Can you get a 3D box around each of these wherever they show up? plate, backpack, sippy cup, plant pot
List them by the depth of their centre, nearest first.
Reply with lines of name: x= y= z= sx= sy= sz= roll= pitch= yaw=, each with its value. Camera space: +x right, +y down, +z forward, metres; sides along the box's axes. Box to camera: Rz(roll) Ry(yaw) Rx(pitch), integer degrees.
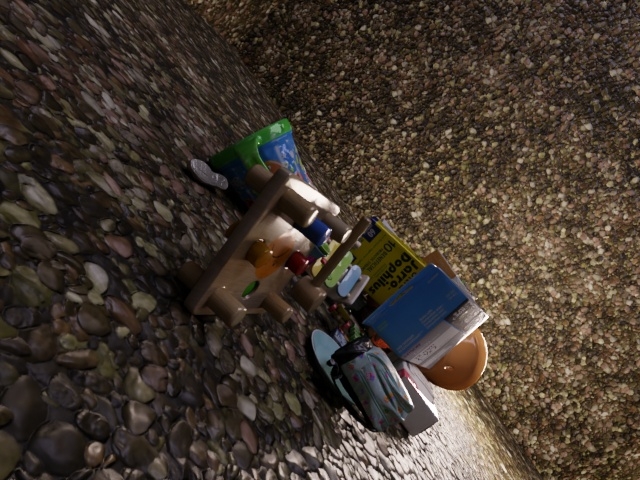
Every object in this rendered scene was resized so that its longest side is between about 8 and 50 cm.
backpack: x=0.102 y=0.288 z=0.922 sx=0.182 sy=0.115 sz=0.152 roll=59 pitch=10 yaw=11
plate: x=0.031 y=0.281 z=1.006 sx=0.188 sy=0.024 sz=0.188 roll=50 pitch=11 yaw=-14
sippy cup: x=-0.139 y=-0.169 z=1.216 sx=0.305 sy=0.240 sz=0.224 roll=-44 pitch=111 yaw=-50
plant pot: x=0.471 y=0.432 z=1.806 sx=0.203 sy=0.291 sz=0.291 roll=22 pitch=30 yaw=-38

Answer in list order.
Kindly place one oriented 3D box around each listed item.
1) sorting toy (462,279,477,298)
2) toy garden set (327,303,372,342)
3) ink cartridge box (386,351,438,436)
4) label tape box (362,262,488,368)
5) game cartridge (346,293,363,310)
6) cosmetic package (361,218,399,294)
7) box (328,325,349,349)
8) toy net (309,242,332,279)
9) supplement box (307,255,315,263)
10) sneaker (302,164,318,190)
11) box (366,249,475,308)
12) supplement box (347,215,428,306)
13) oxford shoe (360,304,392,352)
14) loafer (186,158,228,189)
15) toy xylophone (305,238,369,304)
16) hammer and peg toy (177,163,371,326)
sorting toy: x=0.554 y=0.179 z=1.715 sx=0.062 sy=0.012 sz=0.083 roll=46 pitch=17 yaw=-21
toy garden set: x=0.101 y=0.246 z=1.246 sx=0.204 sy=0.049 sz=0.244 roll=54 pitch=2 yaw=4
ink cartridge box: x=0.243 y=0.418 z=1.298 sx=0.158 sy=0.092 sz=0.218 roll=53 pitch=9 yaw=-2
label tape box: x=0.305 y=0.223 z=1.290 sx=0.347 sy=0.249 sz=0.115 roll=32 pitch=17 yaw=-53
game cartridge: x=0.055 y=0.098 z=1.602 sx=0.198 sy=0.062 sz=0.297 roll=53 pitch=10 yaw=-25
cosmetic package: x=0.206 y=0.067 z=1.790 sx=0.225 sy=0.224 sz=0.138 roll=50 pitch=44 yaw=-18
box: x=0.070 y=0.285 z=1.144 sx=0.137 sy=0.027 sz=0.094 roll=54 pitch=10 yaw=2
toy net: x=0.000 y=0.000 z=1.095 sx=0.122 sy=0.045 sz=0.232 roll=51 pitch=12 yaw=-20
supplement box: x=-0.089 y=0.015 z=1.087 sx=0.114 sy=0.111 sz=0.220 roll=58 pitch=12 yaw=13
sneaker: x=-0.085 y=-0.241 z=1.919 sx=0.252 sy=0.103 sz=0.111 roll=50 pitch=10 yaw=-17
box: x=0.376 y=0.229 z=1.757 sx=0.168 sy=0.345 sz=0.215 roll=50 pitch=11 yaw=-24
supplement box: x=0.240 y=0.107 z=1.541 sx=0.356 sy=0.194 sz=0.195 roll=43 pitch=10 yaw=5
oxford shoe: x=0.261 y=0.318 z=1.600 sx=0.363 sy=0.130 sz=0.133 roll=42 pitch=10 yaw=-45
loafer: x=-0.267 y=-0.147 z=1.059 sx=0.125 sy=0.039 sz=0.045 roll=32 pitch=57 yaw=-55
toy xylophone: x=0.019 y=0.022 z=1.341 sx=0.322 sy=0.236 sz=0.081 roll=43 pitch=-31 yaw=-23
hammer and peg toy: x=-0.061 y=0.018 z=0.814 sx=0.127 sy=0.266 sz=0.361 roll=38 pitch=6 yaw=20
